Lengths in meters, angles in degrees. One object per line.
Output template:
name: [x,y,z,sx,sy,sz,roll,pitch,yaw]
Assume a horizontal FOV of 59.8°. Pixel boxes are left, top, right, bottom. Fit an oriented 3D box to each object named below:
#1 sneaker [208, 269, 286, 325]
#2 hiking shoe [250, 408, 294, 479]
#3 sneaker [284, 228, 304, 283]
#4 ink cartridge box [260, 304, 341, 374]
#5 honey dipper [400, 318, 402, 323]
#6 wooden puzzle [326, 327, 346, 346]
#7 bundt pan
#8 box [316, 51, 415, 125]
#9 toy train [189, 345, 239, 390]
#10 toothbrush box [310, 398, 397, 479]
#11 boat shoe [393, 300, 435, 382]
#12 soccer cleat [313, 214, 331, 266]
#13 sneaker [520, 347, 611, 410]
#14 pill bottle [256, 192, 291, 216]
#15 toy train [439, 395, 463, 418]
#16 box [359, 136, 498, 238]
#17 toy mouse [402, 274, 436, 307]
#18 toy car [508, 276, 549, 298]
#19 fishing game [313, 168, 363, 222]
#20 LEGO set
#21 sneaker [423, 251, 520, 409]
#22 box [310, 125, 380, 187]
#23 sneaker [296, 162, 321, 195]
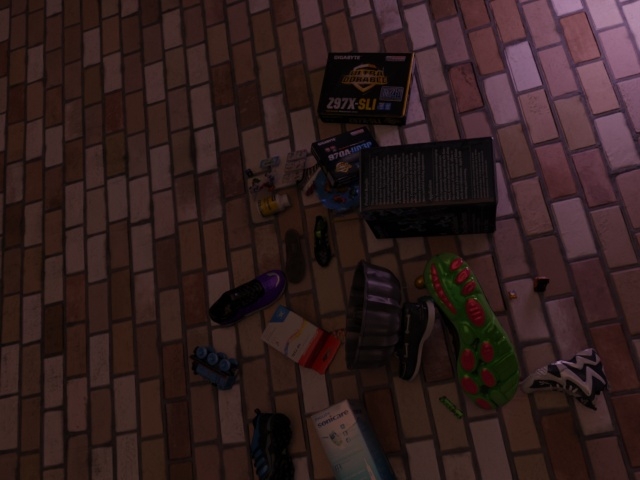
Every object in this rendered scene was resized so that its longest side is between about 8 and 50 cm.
sneaker: [-0.252,0.194,1.882,0.293,0.146,0.102,-35,68,5]
hiking shoe: [-0.159,0.693,1.751,0.132,0.113,0.304,-6,77,46]
sneaker: [-0.088,0.052,1.926,0.066,0.071,0.188,-2,92,2]
ink cartridge box: [-0.065,0.325,1.822,0.231,0.078,0.134,27,84,24]
honey dipper: [0.185,0.259,1.801,0.161,0.030,0.030,-2,74,12]
wooden puzzle: [0.059,0.319,1.830,0.083,0.006,0.049,-16,70,12]
bundt pan: [0.159,0.224,1.646,0.124,0.331,0.330,7,75,-3]
box: [0.167,-0.552,2.015,0.322,0.079,0.257,7,78,18]
toy train: [-0.364,0.429,1.885,0.184,0.080,0.105,22,87,21]
toothbrush box: [0.107,0.622,1.616,0.126,0.216,0.295,-27,70,7]
boat shoe: [0.259,0.297,1.646,0.091,0.114,0.302,6,119,-4]
soccer cleat: [0.000,0.000,1.904,0.060,0.072,0.178,-7,73,14]
sneaker: [0.701,0.419,1.566,0.235,0.094,0.153,-22,61,-1]
pill bottle: [-0.167,-0.130,1.995,0.116,0.065,0.065,-18,70,10]
toy train: [0.394,0.502,1.674,0.024,0.017,0.083,-43,67,-10]
box: [0.339,-0.152,1.731,0.396,0.293,0.212,-3,73,16]
toy mouse: [0.363,0.165,1.772,0.161,0.031,0.143,-32,68,5]
toy car: [0.630,0.135,1.693,0.122,0.060,0.040,-13,39,6]
fishing game: [0.069,-0.191,1.921,0.189,0.041,0.264,-4,75,-11]
LEGO set: [-0.165,-0.238,2.025,0.244,0.060,0.182,-11,42,16]
sneaker: [0.456,0.257,1.641,0.185,0.202,0.482,-19,88,19]
box: [0.102,-0.290,1.922,0.220,0.051,0.175,-21,66,-20]
sneaker: [-0.027,-0.245,1.989,0.075,0.063,0.170,33,87,21]
